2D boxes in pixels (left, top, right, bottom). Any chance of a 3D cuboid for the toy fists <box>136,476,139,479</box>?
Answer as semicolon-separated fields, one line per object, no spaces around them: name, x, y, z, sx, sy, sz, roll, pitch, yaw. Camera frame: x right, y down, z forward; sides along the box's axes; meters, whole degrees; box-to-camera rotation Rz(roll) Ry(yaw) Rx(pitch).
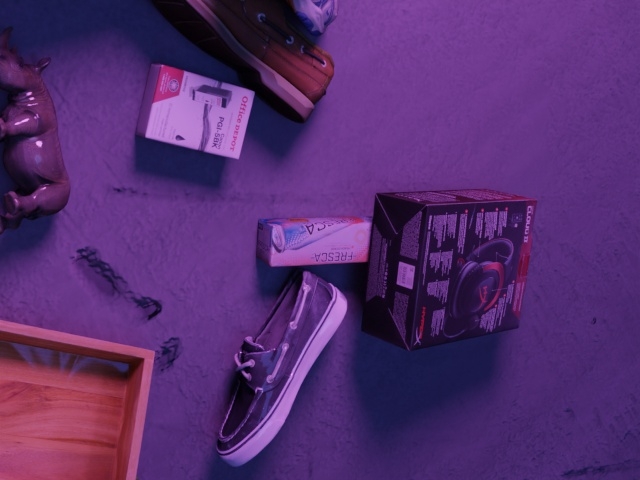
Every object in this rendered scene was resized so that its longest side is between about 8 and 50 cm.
toy fists;-0.329;0.457;1.194;0.142;0.096;0.279;-9;109;-55

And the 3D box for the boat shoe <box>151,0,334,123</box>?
boat shoe;-0.104;-0.286;1.137;0.307;0.110;0.104;39;80;-38

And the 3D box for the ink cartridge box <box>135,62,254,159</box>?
ink cartridge box;-0.166;-0.171;1.154;0.135;0.056;0.099;11;97;-28

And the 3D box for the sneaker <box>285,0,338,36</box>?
sneaker;-0.004;-0.349;1.067;0.131;0.296;0.112;-38;82;8

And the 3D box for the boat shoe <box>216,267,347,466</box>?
boat shoe;-0.078;0.180;1.258;0.102;0.108;0.301;37;82;-29

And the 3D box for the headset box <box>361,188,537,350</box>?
headset box;0.212;0.035;1.335;0.293;0.110;0.218;-6;106;-41

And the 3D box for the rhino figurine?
rhino figurine;-0.363;-0.135;1.050;0.106;0.073;0.243;-25;116;-55

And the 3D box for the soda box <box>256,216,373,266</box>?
soda box;0.000;0.000;1.279;0.183;0.058;0.063;-3;104;-26

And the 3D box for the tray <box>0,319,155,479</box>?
tray;-0.424;0.202;1.067;0.410;0.076;0.203;17;67;-29
